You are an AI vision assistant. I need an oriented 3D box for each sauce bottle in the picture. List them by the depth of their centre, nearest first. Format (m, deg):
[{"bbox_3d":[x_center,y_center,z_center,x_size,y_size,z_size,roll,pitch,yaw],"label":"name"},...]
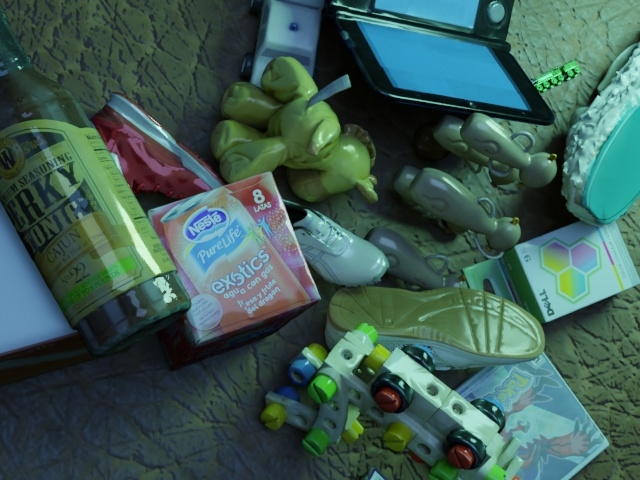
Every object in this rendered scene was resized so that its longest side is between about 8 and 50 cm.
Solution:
[{"bbox_3d":[-0.245,-0.062,1.095,0.111,0.111,0.344,-30,84,-18],"label":"sauce bottle"}]

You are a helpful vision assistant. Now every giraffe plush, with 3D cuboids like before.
[{"bbox_3d":[-0.011,-0.118,1.507,0.170,0.210,0.181,41,48,-45],"label":"giraffe plush"}]

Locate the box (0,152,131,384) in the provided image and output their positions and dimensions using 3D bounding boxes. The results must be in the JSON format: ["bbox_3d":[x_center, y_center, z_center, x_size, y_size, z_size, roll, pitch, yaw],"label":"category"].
[{"bbox_3d":[-0.313,0.050,1.292,0.215,0.345,0.168,-15,82,-16],"label":"box"}]

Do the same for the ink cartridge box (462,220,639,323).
[{"bbox_3d":[0.307,0.046,1.595,0.209,0.062,0.109,-19,84,-17],"label":"ink cartridge box"}]

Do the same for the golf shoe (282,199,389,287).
[{"bbox_3d":[0.000,0.000,1.486,0.176,0.086,0.069,22,69,19],"label":"golf shoe"}]

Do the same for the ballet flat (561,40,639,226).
[{"bbox_3d":[0.422,-0.174,1.638,0.147,0.147,0.409,43,66,-2],"label":"ballet flat"}]

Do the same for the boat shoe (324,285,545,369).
[{"bbox_3d":[0.141,0.120,1.526,0.277,0.096,0.098,9,50,-4],"label":"boat shoe"}]

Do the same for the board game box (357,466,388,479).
[{"bbox_3d":[0.144,0.450,1.415,0.347,0.056,0.208,44,27,-1],"label":"board game box"}]

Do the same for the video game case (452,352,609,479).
[{"bbox_3d":[0.249,0.251,1.558,0.201,0.023,0.183,-35,89,-18],"label":"video game case"}]

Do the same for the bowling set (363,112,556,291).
[{"bbox_3d":[0.191,-0.075,1.539,0.154,0.287,0.200,31,39,-12],"label":"bowling set"}]

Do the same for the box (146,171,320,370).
[{"bbox_3d":[-0.118,0.043,1.365,0.142,0.300,0.154,-19,82,-15],"label":"box"}]

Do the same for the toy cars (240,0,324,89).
[{"bbox_3d":[0.036,-0.331,1.595,0.394,0.087,0.176,-40,89,-18],"label":"toy cars"}]

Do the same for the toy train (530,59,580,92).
[{"bbox_3d":[0.328,-0.229,1.684,0.083,0.017,0.023,-25,76,-18],"label":"toy train"}]

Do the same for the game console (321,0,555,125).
[{"bbox_3d":[0.170,-0.296,1.528,0.293,0.173,0.250,5,102,-33],"label":"game console"}]

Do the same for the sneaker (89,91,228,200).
[{"bbox_3d":[-0.210,-0.069,1.495,0.221,0.087,0.128,41,85,2],"label":"sneaker"}]

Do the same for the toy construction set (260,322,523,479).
[{"bbox_3d":[0.104,0.222,1.424,0.328,0.215,0.151,27,48,-4],"label":"toy construction set"}]
